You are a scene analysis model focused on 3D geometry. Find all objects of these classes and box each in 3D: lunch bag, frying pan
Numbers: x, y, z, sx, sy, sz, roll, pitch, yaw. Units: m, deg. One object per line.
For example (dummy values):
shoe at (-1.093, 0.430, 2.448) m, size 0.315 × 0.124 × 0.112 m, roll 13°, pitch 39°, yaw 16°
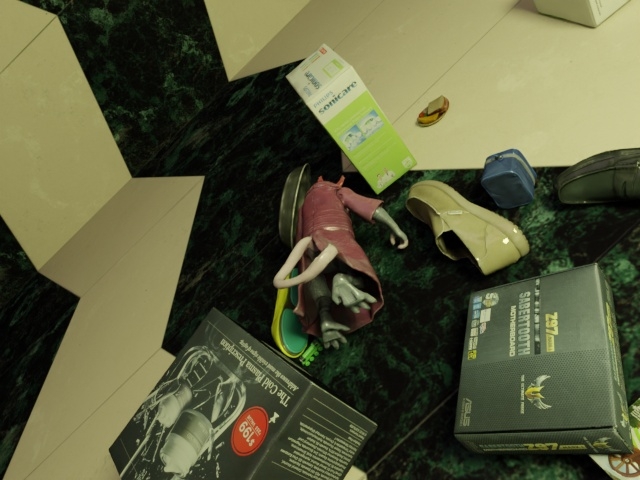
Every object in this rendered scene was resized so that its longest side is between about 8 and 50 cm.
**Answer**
lunch bag at (0.323, -0.111, 0.830) m, size 0.067 × 0.098 × 0.065 m, roll -14°, pitch 43°, yaw 44°
frying pan at (-0.041, -0.113, 1.092) m, size 0.053 × 0.197 × 0.326 m, roll 8°, pitch 43°, yaw 5°

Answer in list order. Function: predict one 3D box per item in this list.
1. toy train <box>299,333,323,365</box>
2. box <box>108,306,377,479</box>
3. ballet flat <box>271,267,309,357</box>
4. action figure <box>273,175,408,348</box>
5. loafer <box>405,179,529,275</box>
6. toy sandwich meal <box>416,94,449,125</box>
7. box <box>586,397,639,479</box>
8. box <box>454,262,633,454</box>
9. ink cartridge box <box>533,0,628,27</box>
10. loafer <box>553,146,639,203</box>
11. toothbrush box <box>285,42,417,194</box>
toy train at (-0.009, 0.203, 0.919) m, size 0.083 × 0.024 × 0.017 m, roll -48°, pitch 35°, yaw -4°
box at (-0.143, 0.328, 0.798) m, size 0.343 × 0.179 × 0.312 m, roll 18°, pitch 70°, yaw 52°
ballet flat at (-0.066, 0.155, 0.989) m, size 0.077 × 0.077 × 0.231 m, roll -41°, pitch 28°, yaw 31°
action figure at (0.000, 0.000, 0.908) m, size 0.248 × 0.276 × 0.370 m, roll -29°, pitch 46°, yaw 28°
loafer at (0.228, -0.025, 0.839) m, size 0.092 × 0.102 × 0.268 m, roll -43°, pitch 36°, yaw -6°
toy sandwich meal at (0.264, -0.307, 1.141) m, size 0.086 × 0.029 × 0.085 m, roll -27°, pitch 40°, yaw 25°
box at (0.402, 0.241, 0.450) m, size 0.159 × 0.044 × 0.233 m, roll -44°, pitch 36°, yaw 3°
box at (0.275, 0.149, 0.614) m, size 0.183 × 0.059 × 0.232 m, roll -21°, pitch 34°, yaw 39°
ink cartridge box at (0.610, -0.598, 1.005) m, size 0.273 × 0.115 × 0.198 m, roll -39°, pitch 36°, yaw 9°
loafer at (0.457, -0.092, 0.695) m, size 0.223 × 0.076 × 0.078 m, roll -13°, pitch 39°, yaw 32°
toothbrush box at (0.069, -0.272, 1.086) m, size 0.122 × 0.283 × 0.206 m, roll -39°, pitch 35°, yaw 10°
